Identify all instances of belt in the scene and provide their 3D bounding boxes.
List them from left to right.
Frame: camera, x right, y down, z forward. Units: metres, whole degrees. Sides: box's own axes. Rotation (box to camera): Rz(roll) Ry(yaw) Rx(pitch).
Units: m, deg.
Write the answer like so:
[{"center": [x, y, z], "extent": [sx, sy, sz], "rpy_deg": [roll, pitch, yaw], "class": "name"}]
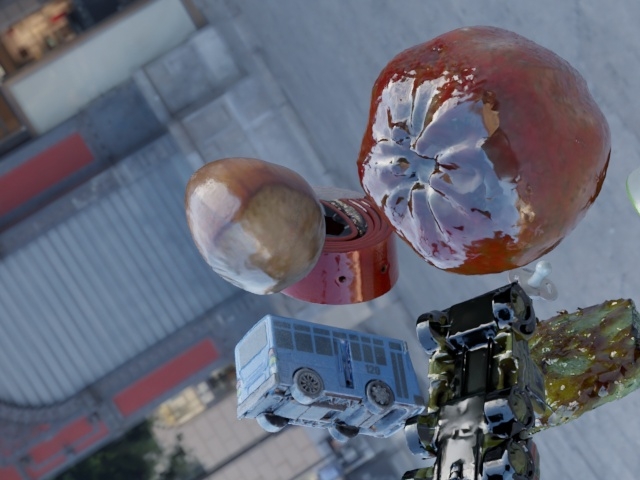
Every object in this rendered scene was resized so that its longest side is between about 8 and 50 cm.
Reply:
[{"center": [0.000, 0.000, 2.121], "extent": [0.324, 0.227, 0.115], "rpy_deg": [30, 132, 51], "class": "belt"}]

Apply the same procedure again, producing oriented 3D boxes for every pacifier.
[{"center": [0.378, 0.063, 2.104], "extent": [0.081, 0.099, 0.078], "rpy_deg": [-96, 25, -48], "class": "pacifier"}]

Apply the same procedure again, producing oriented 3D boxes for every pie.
[{"center": [0.434, 0.221, 2.077], "extent": [0.103, 0.288, 0.354], "rpy_deg": [54, -161, -14], "class": "pie"}]

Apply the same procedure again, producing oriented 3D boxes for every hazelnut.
[{"center": [-0.091, -0.031, 1.659], "extent": [0.214, 0.176, 0.214], "rpy_deg": [50, -176, -5], "class": "hazelnut"}]

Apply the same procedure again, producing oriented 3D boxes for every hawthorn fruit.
[{"center": [0.188, -0.104, 1.218], "extent": [0.254, 0.300, 0.254], "rpy_deg": [22, 124, 38], "class": "hawthorn fruit"}]

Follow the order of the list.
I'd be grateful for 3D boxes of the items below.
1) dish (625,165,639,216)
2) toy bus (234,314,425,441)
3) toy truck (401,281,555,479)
[{"center": [0.635, -0.045, 1.826], "extent": [0.324, 0.124, 0.324], "rpy_deg": [25, -151, -15], "class": "dish"}, {"center": [0.012, 0.182, 1.591], "extent": [0.116, 0.234, 0.133], "rpy_deg": [-47, 41, 43], "class": "toy bus"}, {"center": [0.170, 0.170, 1.213], "extent": [0.127, 0.127, 0.257], "rpy_deg": [36, -136, -35], "class": "toy truck"}]
